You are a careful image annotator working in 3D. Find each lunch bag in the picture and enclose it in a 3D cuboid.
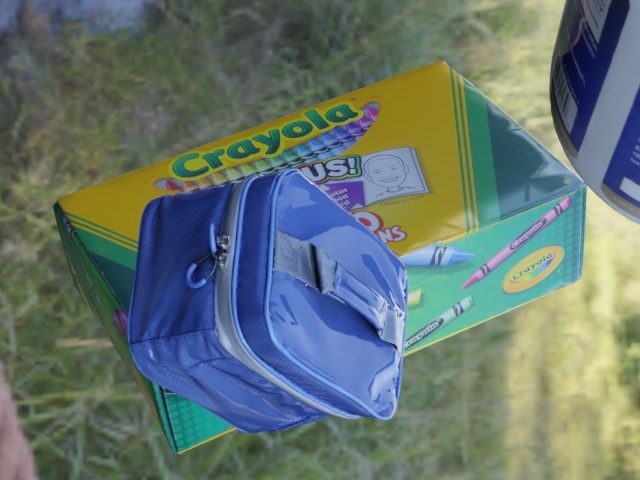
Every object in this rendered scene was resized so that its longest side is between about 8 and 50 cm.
[{"bbox_3d":[-0.013,0.019,0.459,0.098,0.065,0.067,38,49,-51],"label":"lunch bag"}]

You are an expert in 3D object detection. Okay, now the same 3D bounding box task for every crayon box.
[{"bbox_3d":[0.000,0.000,0.859,0.165,0.278,0.081,50,-25,45],"label":"crayon box"}]

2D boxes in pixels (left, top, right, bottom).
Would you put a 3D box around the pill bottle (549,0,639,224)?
[{"bbox_3d":[0.179,-0.108,0.561,0.264,0.153,0.153,82,7,-72],"label":"pill bottle"}]
